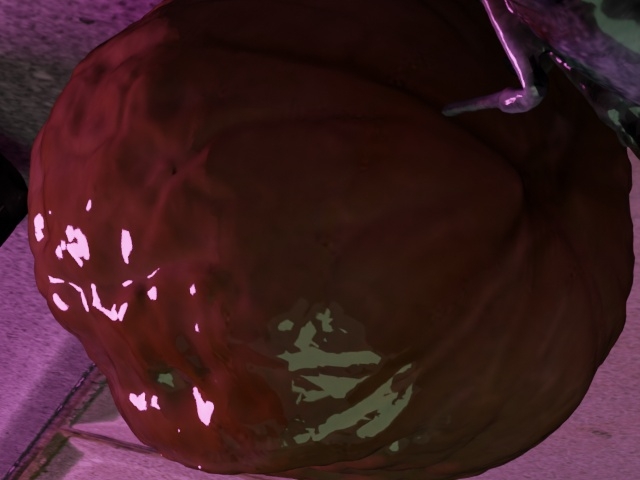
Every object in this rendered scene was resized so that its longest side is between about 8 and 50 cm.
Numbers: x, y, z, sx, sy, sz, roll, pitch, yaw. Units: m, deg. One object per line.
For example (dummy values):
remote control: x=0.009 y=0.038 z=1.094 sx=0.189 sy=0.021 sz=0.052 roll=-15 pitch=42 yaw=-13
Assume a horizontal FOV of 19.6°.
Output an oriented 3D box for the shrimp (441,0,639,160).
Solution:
shrimp: x=0.114 y=-0.124 z=0.727 sx=0.410 sy=0.166 sz=0.221 roll=23 pitch=128 yaw=-39

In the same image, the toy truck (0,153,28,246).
toy truck: x=-0.310 y=-0.013 z=1.209 sx=0.165 sy=0.147 sz=0.224 roll=43 pitch=151 yaw=-12

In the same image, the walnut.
walnut: x=0.001 y=-0.002 z=0.932 sx=0.277 sy=0.252 sz=0.313 roll=11 pitch=165 yaw=-35
